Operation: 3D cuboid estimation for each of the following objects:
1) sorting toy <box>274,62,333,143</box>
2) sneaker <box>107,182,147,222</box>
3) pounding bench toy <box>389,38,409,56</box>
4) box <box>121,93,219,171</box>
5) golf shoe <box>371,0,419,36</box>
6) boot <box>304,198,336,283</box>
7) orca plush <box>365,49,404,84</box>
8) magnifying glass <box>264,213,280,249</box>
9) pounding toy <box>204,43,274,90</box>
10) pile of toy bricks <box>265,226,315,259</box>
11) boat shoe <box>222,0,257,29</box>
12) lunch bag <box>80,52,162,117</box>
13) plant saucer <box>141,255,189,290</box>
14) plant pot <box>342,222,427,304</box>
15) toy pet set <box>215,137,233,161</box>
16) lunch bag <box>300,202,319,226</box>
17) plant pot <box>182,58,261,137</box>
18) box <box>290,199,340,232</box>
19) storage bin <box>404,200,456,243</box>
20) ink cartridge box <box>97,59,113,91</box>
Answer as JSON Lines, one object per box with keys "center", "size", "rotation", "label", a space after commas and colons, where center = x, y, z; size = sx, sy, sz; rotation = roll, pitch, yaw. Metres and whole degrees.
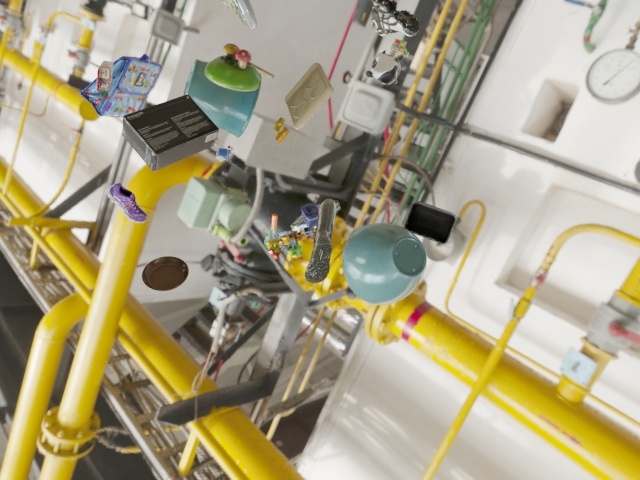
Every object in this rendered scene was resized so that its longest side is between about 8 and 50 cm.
{"center": [-0.076, -0.533, 1.878], "size": [0.041, 0.307, 0.229], "rotation": [26, -150, -39], "label": "sorting toy"}
{"center": [-0.675, -0.131, 1.681], "size": [0.170, 0.071, 0.068], "rotation": [51, -155, -30], "label": "sneaker"}
{"center": [0.352, -0.832, 2.062], "size": [0.083, 0.052, 0.065], "rotation": [15, 179, -5], "label": "pounding bench toy"}
{"center": [-0.514, -0.375, 1.634], "size": [0.261, 0.103, 0.184], "rotation": [-35, -99, -37], "label": "box"}
{"center": [0.216, -0.635, 1.394], "size": [0.077, 0.094, 0.198], "rotation": [-12, -129, -28], "label": "golf shoe"}
{"center": [0.002, 0.001, 1.454], "size": [0.076, 0.190, 0.209], "rotation": [13, -142, -13], "label": "boot"}
{"center": [0.255, -0.650, 1.855], "size": [0.102, 0.151, 0.287], "rotation": [58, -177, -29], "label": "orca plush"}
{"center": [-0.259, -0.041, 2.604], "size": [0.092, 0.231, 0.026], "rotation": [14, -146, 9], "label": "magnifying glass"}
{"center": [-0.260, -0.580, 1.534], "size": [0.182, 0.110, 0.237], "rotation": [26, -143, 7], "label": "pounding toy"}
{"center": [-0.089, 0.019, 1.660], "size": [0.118, 0.105, 0.212], "rotation": [-15, 179, 28], "label": "pile of toy bricks"}
{"center": [-0.377, -1.046, 2.042], "size": [0.109, 0.094, 0.302], "rotation": [-92, -23, -44], "label": "boat shoe"}
{"center": [-0.802, -0.660, 1.970], "size": [0.138, 0.293, 0.221], "rotation": [48, -160, 3], "label": "lunch bag"}
{"center": [-0.679, 0.153, 2.085], "size": [0.198, 0.036, 0.199], "rotation": [4, -134, -5], "label": "plant saucer"}
{"center": [0.245, 0.068, 1.601], "size": [0.290, 0.291, 0.195], "rotation": [17, 164, -21], "label": "plant pot"}
{"center": [-0.466, -0.442, 2.261], "size": [0.065, 0.114, 0.122], "rotation": [-16, 149, 39], "label": "toy pet set"}
{"center": [-0.038, -0.110, 1.929], "size": [0.067, 0.065, 0.098], "rotation": [-20, -137, -15], "label": "lunch bag"}
{"center": [-0.403, -0.581, 1.884], "size": [0.255, 0.272, 0.272], "rotation": [16, -165, -24], "label": "plant pot"}
{"center": [-0.022, -0.117, 2.339], "size": [0.175, 0.051, 0.220], "rotation": [-10, -156, 34], "label": "box"}
{"center": [0.434, -0.073, 1.874], "size": [0.180, 0.122, 0.084], "rotation": [21, -167, 13], "label": "storage bin"}
{"center": [-0.608, -0.462, 1.340], "size": [0.029, 0.063, 0.115], "rotation": [6, -148, -19], "label": "ink cartridge box"}
